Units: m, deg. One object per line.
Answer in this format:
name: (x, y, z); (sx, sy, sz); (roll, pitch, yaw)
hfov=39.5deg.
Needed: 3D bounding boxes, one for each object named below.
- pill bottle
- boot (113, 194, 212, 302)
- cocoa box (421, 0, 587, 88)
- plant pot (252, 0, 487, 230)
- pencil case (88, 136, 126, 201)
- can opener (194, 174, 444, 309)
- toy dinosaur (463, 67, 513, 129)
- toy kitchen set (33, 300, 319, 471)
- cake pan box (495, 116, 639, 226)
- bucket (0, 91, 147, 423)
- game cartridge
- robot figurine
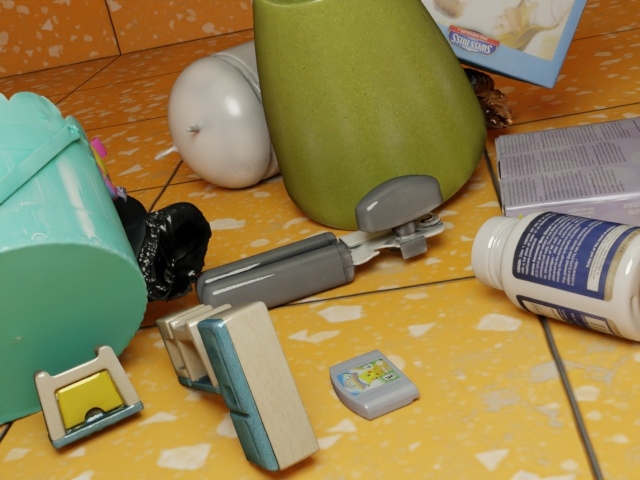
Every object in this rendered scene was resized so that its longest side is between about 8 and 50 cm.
pill bottle: (0.219, 0.024, 0.786); (0.094, 0.094, 0.169); (-28, 27, -33)
boot: (-0.203, 0.005, 1.006); (0.207, 0.094, 0.246); (-17, 24, 29)
cocoa box: (0.187, -0.377, 1.255); (0.347, 0.231, 0.228); (18, 13, -3)
plant pot: (0.036, -0.209, 1.054); (0.274, 0.293, 0.275); (-11, 50, 14)
pencil case: (-0.330, -0.029, 0.964); (0.236, 0.104, 0.104); (-33, 25, -7)
can opener: (0.000, 0.000, 0.959); (0.283, 0.095, 0.076); (-17, 22, -13)
toy dinosaur: (0.190, -0.216, 1.333); (0.218, 0.164, 0.322); (-2, -3, -18)
toy kitchen set: (-0.129, 0.137, 0.719); (0.166, 0.122, 0.207); (-23, 4, -23)
cake pan box: (0.324, -0.071, 1.000); (0.245, 0.070, 0.267); (-6, 23, 11)
bucket: (-0.300, 0.023, 0.791); (0.281, 0.281, 0.183); (-22, 55, -22)
game cartridge: (0.041, 0.121, 0.753); (0.056, 0.017, 0.083); (-23, 24, -15)
robot figurine: (-0.084, -0.203, 1.355); (0.353, 0.200, 0.300); (-28, -12, -35)
